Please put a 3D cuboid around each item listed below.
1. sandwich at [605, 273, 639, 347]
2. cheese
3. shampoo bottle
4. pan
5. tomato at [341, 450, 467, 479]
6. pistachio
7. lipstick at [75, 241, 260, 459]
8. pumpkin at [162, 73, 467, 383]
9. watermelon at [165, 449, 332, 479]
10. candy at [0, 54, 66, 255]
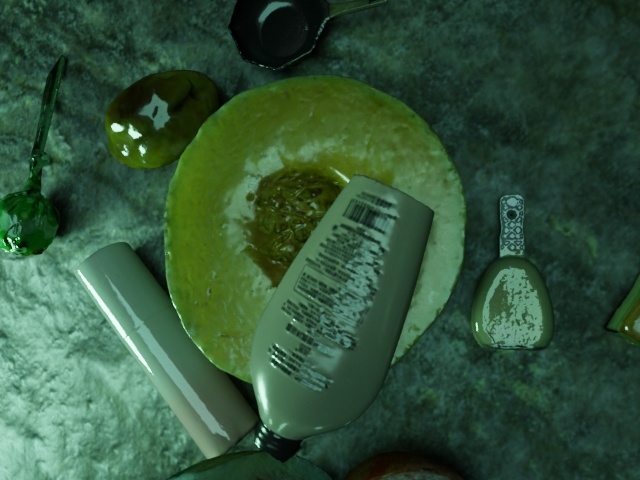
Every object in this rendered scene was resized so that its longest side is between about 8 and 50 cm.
[{"bbox_3d":[0.489,0.071,0.487,0.245,0.063,0.212,27,96,10],"label":"sandwich"},{"bbox_3d":[0.238,0.040,0.557,0.097,0.037,0.192,0,92,12],"label":"cheese"},{"bbox_3d":[0.010,0.074,0.399,0.127,0.078,0.257,27,92,19],"label":"shampoo bottle"},{"bbox_3d":[-0.021,-0.281,0.605,0.202,0.048,0.128,22,97,13],"label":"pan"},{"bbox_3d":[0.098,0.380,0.557,0.237,0.095,0.236,0,86,-8],"label":"tomato"},{"bbox_3d":[-0.227,-0.162,0.630,0.189,0.100,0.110,-26,84,11],"label":"pistachio"},{"bbox_3d":[-0.219,0.153,0.641,0.087,0.087,0.327,-41,83,11],"label":"lipstick"},{"bbox_3d":[0.000,0.000,0.544,0.332,0.199,0.332,-1,83,12],"label":"pumpkin"},{"bbox_3d":[-0.130,0.388,0.543,0.262,0.213,0.201,-37,41,18],"label":"watermelon"},{"bbox_3d":[-0.438,-0.137,0.700,0.097,0.097,0.323,7,86,13],"label":"candy"}]
